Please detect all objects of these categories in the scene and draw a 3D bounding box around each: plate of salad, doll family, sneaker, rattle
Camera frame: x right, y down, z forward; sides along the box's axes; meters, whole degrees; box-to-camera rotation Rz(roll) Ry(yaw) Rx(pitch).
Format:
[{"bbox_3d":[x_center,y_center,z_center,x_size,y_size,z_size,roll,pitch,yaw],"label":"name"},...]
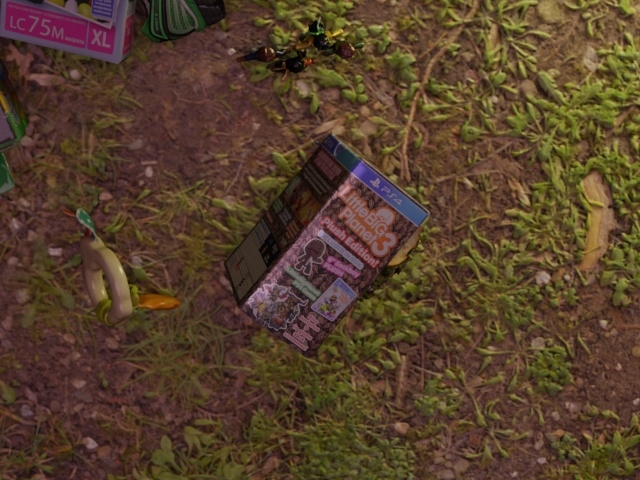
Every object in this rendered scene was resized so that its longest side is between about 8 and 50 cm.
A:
[{"bbox_3d":[0.112,0.036,1.701,0.048,0.200,0.200,39,96,4],"label":"plate of salad"},{"bbox_3d":[-0.032,-0.294,1.628,0.193,0.111,0.076,-24,108,-3],"label":"doll family"},{"bbox_3d":[-0.281,-0.446,1.532,0.146,0.134,0.343,-28,105,6],"label":"sneaker"},{"bbox_3d":[-0.318,0.027,1.689,0.143,0.130,0.199,-17,81,-16],"label":"rattle"}]

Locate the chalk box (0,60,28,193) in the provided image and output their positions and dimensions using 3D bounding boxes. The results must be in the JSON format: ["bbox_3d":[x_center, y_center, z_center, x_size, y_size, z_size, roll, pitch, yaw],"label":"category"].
[{"bbox_3d":[-0.544,-0.196,1.530,0.180,0.179,0.288,-21,109,-5],"label":"chalk box"}]

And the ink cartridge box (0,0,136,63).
[{"bbox_3d":[-0.343,-0.419,1.465,0.186,0.065,0.311,14,113,2],"label":"ink cartridge box"}]

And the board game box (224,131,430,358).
[{"bbox_3d":[0.000,0.000,1.652,0.141,0.232,0.291,38,96,-18],"label":"board game box"}]
